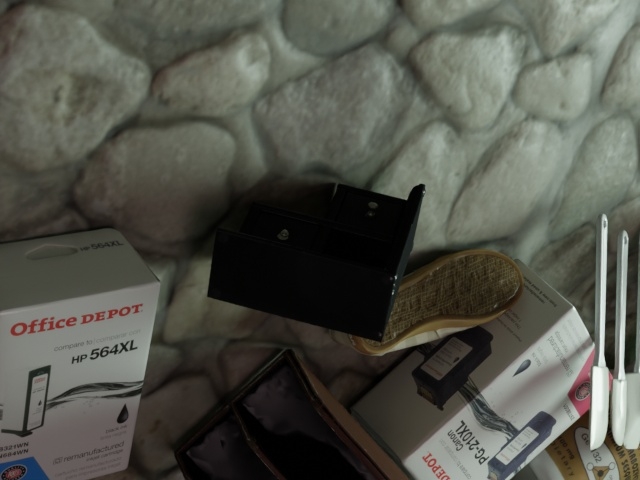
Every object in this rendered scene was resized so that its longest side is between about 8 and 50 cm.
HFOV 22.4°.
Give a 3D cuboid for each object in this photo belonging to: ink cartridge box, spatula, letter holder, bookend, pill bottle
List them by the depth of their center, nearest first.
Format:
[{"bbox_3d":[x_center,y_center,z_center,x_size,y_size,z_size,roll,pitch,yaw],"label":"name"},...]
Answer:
[{"bbox_3d":[-0.226,0.103,1.326,0.148,0.086,0.203,-11,130,-33],"label":"ink cartridge box"},{"bbox_3d":[0.000,0.000,1.420,0.157,0.156,0.072,-66,168,-56],"label":"bookend"},{"bbox_3d":[0.029,0.275,1.473,0.152,0.214,0.302,-42,103,-2],"label":"letter holder"},{"bbox_3d":[0.172,0.163,1.685,0.237,0.100,0.172,-41,139,-4],"label":"ink cartridge box"},{"bbox_3d":[0.315,0.099,1.707,0.168,0.019,0.242,11,79,-56],"label":"spatula"},{"bbox_3d":[0.319,0.220,1.829,0.229,0.131,0.131,-29,137,-18],"label":"pill bottle"}]

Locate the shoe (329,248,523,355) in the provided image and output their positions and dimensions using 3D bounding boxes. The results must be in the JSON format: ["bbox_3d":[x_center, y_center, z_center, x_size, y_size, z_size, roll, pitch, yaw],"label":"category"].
[{"bbox_3d":[0.104,0.061,1.587,0.219,0.076,0.058,-16,175,-32],"label":"shoe"}]
